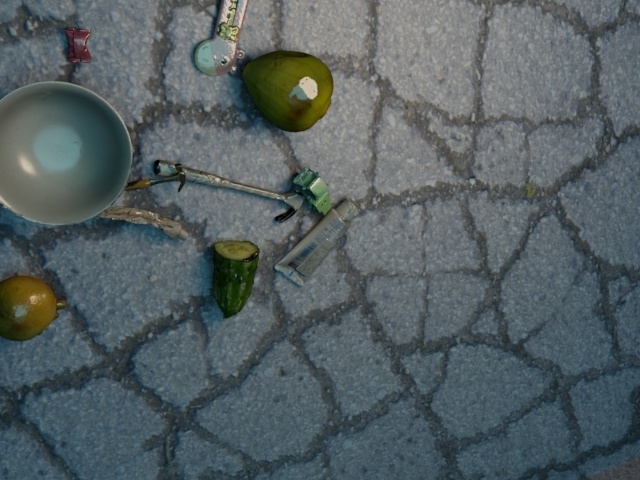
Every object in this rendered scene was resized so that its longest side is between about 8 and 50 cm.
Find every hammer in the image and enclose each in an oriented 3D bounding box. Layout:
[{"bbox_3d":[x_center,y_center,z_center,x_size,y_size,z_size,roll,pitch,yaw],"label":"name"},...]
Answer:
[{"bbox_3d":[-0.243,-0.161,1.890,0.427,0.044,0.152,15,105,-22],"label":"hammer"},{"bbox_3d":[-0.452,-0.148,1.809,0.201,0.021,0.078,-11,126,-1],"label":"hammer"}]

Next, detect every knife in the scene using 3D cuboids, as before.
[{"bbox_3d":[-0.215,-0.607,1.731,0.132,0.038,0.398,10,105,-25],"label":"knife"}]

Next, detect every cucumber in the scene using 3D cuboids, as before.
[{"bbox_3d":[-0.249,0.123,1.955,0.134,0.134,0.244,1,119,-20],"label":"cucumber"}]

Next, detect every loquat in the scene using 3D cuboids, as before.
[{"bbox_3d":[-0.760,0.176,1.777,0.205,0.149,0.172,1,108,-35],"label":"loquat"}]

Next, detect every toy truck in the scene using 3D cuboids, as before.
[{"bbox_3d":[-0.005,-0.126,1.931,0.067,0.081,0.175,-49,143,-10],"label":"toy truck"}]

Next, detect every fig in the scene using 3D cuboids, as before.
[{"bbox_3d":[-0.079,-0.391,1.768,0.230,0.207,0.207,32,97,-27],"label":"fig"}]

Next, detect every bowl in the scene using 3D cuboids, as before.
[{"bbox_3d":[-0.634,-0.221,1.664,0.346,0.157,0.345,-7,112,-17],"label":"bowl"}]

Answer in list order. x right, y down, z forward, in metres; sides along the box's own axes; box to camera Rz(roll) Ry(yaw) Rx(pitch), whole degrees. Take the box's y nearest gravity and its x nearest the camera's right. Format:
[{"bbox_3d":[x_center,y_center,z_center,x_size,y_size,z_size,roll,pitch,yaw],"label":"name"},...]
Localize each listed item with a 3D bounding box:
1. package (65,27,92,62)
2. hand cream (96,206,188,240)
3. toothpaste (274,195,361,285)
[{"bbox_3d":[-0.582,-0.470,1.661,0.059,0.029,0.083,-1,119,-15],"label":"package"},{"bbox_3d":[-0.470,-0.049,1.834,0.257,0.084,0.050,19,110,-28],"label":"hand cream"},{"bbox_3d":[0.000,0.000,2.024,0.114,0.073,0.299,36,103,-27],"label":"toothpaste"}]
